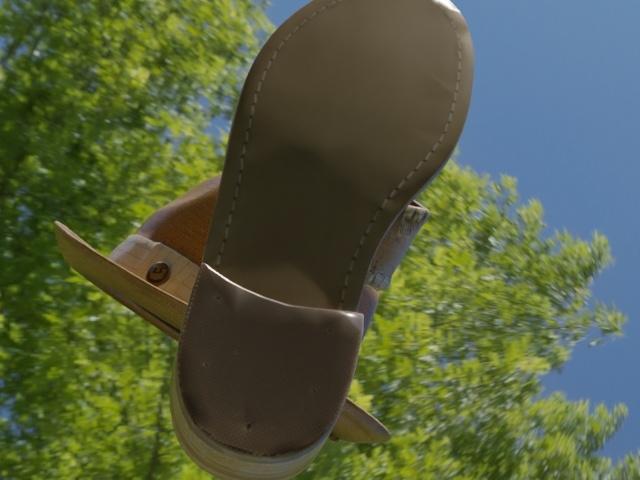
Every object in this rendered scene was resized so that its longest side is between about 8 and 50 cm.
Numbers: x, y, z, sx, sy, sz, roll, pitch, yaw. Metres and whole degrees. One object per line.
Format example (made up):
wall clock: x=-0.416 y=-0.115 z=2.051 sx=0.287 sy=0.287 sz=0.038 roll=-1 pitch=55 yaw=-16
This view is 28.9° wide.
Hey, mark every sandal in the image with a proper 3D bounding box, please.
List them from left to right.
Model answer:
sandal: x=-0.006 y=-0.002 z=0.491 sx=0.088 sy=0.079 sz=0.240 roll=21 pitch=-128 yaw=-1

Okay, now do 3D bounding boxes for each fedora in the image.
fedora: x=-0.035 y=0.022 z=0.596 sx=0.194 sy=0.194 sz=0.079 roll=31 pitch=-100 yaw=14
